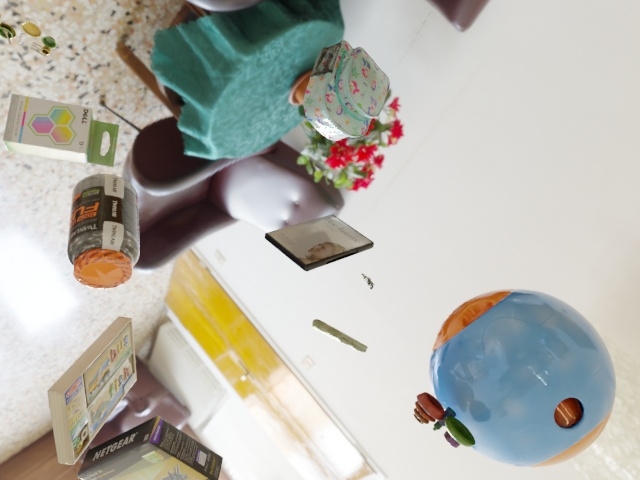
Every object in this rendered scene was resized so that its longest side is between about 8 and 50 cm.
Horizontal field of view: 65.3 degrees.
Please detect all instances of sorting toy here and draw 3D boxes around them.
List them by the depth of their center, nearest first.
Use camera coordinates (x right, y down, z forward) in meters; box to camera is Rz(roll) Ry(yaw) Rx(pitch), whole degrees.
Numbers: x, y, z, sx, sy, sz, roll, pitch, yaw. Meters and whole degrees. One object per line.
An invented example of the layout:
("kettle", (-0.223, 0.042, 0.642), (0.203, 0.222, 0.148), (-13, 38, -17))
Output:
("sorting toy", (0.175, 0.270, 0.734), (0.042, 0.102, 0.061), (-52, 156, 13))

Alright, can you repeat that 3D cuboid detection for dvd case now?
("dvd case", (0.000, 0.000, 1.369), (0.253, 0.180, 0.022), (-17, 130, -39))

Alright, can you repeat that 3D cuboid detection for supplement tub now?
("supplement tub", (-0.680, -0.030, 1.576), (0.207, 0.338, 0.207), (-11, 142, -9))

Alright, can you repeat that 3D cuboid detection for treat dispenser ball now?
("treat dispenser ball", (0.327, 0.224, 0.835), (0.288, 0.288, 0.288), (-40, 169, -10))

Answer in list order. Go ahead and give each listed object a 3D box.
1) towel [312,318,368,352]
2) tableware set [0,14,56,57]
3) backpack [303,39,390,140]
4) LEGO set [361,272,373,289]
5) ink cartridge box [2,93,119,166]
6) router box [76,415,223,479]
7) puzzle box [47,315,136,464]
("towel", (0.051, 0.248, 1.286), (0.148, 0.110, 0.027), (37, 78, -48))
("tableware set", (-0.780, -0.538, 1.308), (0.154, 0.024, 0.104), (28, 145, -35))
("backpack", (0.075, -0.429, 1.481), (0.225, 0.191, 0.253), (34, 73, -40))
("LEGO set", (0.155, 0.129, 1.588), (0.023, 0.054, 0.083), (-31, 161, 3))
("ink cartridge box", (-0.549, -0.233, 1.073), (0.209, 0.108, 0.062), (7, 164, -21))
("router box", (-0.463, 0.618, 1.365), (0.309, 0.243, 0.081), (-31, -151, 24))
("puzzle box", (-0.713, 0.461, 1.605), (0.409, 0.052, 0.272), (-72, 167, -66))
